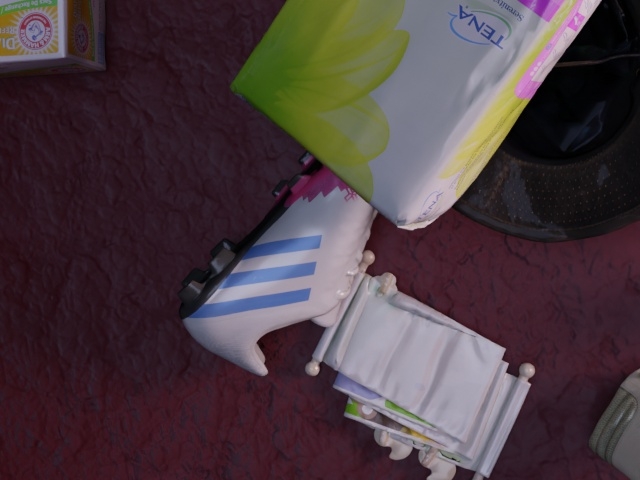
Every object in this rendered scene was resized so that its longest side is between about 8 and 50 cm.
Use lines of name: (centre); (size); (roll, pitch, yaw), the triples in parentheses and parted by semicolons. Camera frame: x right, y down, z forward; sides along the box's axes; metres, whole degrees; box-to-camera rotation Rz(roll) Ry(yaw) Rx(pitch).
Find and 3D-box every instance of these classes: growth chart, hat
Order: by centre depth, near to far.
hat: (0.225, -0.168, 1.055); (0.331, 0.134, 0.331); (3, 97, 22)
growth chart: (0.099, 0.143, 1.155); (0.237, 0.021, 0.172); (33, 99, 12)

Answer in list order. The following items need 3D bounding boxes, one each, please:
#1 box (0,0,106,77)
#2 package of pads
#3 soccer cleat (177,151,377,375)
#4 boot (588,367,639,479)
box: (-0.348, -0.242, 1.220); (0.203, 0.103, 0.114); (-2, 90, 14)
package of pads: (0.092, -0.183, 0.984); (0.229, 0.101, 0.296); (42, 109, 18)
soccer cleat: (0.000, 0.000, 1.146); (0.143, 0.116, 0.331); (44, 100, -11)
boot: (0.365, 0.163, 1.025); (0.213, 0.077, 0.165); (-46, 38, 4)
